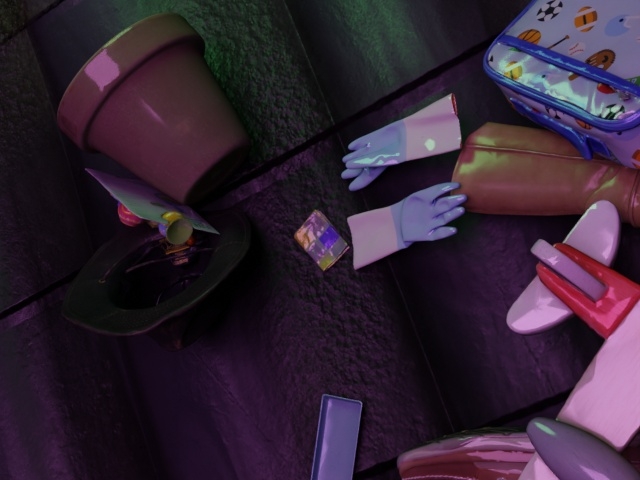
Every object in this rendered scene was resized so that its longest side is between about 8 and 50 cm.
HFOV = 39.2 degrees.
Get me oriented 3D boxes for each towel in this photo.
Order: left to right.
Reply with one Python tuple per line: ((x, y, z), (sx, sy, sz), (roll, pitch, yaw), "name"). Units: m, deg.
((0.000, 0.000, 1.377), (0.060, 0.009, 0.083), (-46, 67, 14), "towel")

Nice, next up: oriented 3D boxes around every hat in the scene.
((-0.232, 0.082, 1.379), (0.332, 0.331, 0.133), (-2, 122, 26), "hat")

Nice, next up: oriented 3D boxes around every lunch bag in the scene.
((0.357, -0.221, 1.098), (0.243, 0.115, 0.303), (-45, 38, -2), "lunch bag")

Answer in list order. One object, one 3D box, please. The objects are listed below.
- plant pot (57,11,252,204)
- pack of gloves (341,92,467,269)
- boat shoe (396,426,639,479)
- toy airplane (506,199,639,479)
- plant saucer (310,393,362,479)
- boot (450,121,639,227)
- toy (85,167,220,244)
((-0.237, -0.183, 1.403), (0.263, 0.263, 0.229), (-44, 84, 15), "plant pot")
((0.103, -0.080, 1.273), (0.232, 0.046, 0.194), (-21, 68, 46), "pack of gloves")
((0.253, 0.299, 1.156), (0.325, 0.123, 0.116), (-12, 81, 26), "boat shoe")
((0.387, 0.116, 0.972), (0.385, 0.272, 0.385), (-7, 89, 10), "toy airplane")
((0.022, 0.326, 1.322), (0.067, 0.018, 0.191), (6, 87, 27), "plant saucer")
((0.328, -0.133, 1.184), (0.270, 0.089, 0.236), (11, 68, 37), "boot")
((-0.271, -0.045, 1.402), (0.237, 0.137, 0.056), (30, 104, 51), "toy")
